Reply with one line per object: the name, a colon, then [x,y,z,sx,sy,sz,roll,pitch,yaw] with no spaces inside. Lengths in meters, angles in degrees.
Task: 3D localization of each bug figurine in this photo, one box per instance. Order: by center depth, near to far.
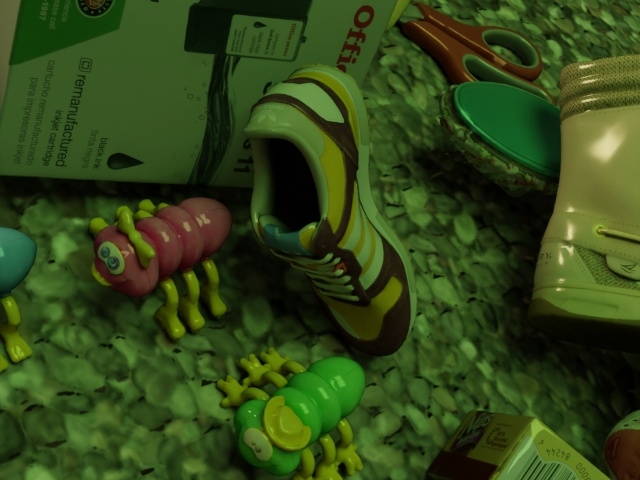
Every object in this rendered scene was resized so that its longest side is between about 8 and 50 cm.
bug figurine: [-0.088,0.072,0.484,0.279,0.072,0.216,49,47,8]

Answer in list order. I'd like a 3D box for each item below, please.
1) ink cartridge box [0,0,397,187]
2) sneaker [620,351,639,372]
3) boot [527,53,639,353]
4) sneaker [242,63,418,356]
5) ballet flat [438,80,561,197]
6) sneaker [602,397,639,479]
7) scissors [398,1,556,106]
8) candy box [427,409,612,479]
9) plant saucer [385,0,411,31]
ink cartridge box: [-0.079,-0.114,0.556,0.208,0.153,0.087,0,40,-31]
sneaker: [0.310,0.022,0.768,0.255,0.094,0.151,-12,39,-21]
boot: [0.278,-0.021,0.637,0.261,0.095,0.204,6,72,13]
sneaker: [0.000,0.000,0.545,0.084,0.069,0.186,-48,127,-48]
ballet flat: [0.183,-0.060,0.740,0.240,0.077,0.091,8,57,-24]
sneaker: [0.231,0.128,0.618,0.092,0.088,0.225,38,17,37]
scissors: [0.069,-0.183,0.795,0.297,0.021,0.109,24,49,-16]
candy box: [0.156,0.172,0.532,0.186,0.109,0.053,38,79,-1]
plant saucer: [-0.040,-0.326,0.751,0.333,0.081,0.333,40,45,-10]
